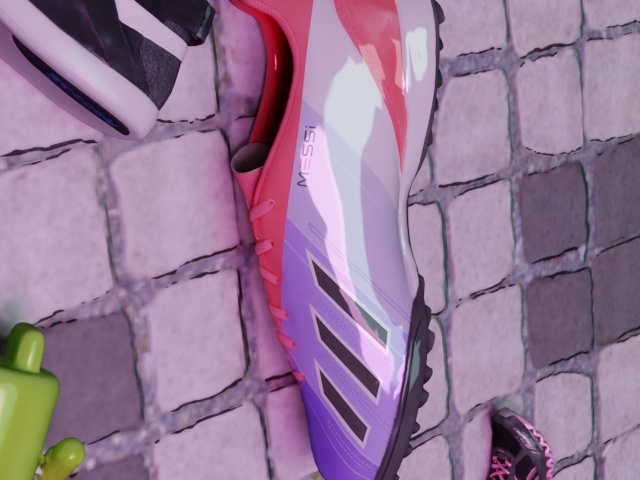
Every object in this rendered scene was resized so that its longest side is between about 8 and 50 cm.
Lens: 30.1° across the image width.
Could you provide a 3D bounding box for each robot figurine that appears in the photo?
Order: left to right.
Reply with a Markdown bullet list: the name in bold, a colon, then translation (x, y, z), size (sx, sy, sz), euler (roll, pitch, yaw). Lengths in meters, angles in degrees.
- **robot figurine**: translation (-0.168, 0.094, 0.576), size (0.101, 0.067, 0.115), euler (18, 86, -24)

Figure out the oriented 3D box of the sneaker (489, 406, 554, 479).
- **sneaker**: translation (0.142, 0.182, 0.881), size (0.057, 0.047, 0.119), euler (-26, 113, -23)

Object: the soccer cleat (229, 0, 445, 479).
- **soccer cleat**: translation (0.000, 0.000, 0.697), size (0.116, 0.108, 0.318), euler (-2, 101, -20)

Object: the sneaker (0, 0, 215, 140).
- **sneaker**: translation (-0.135, -0.154, 0.562), size (0.217, 0.079, 0.121), euler (44, 66, -46)
